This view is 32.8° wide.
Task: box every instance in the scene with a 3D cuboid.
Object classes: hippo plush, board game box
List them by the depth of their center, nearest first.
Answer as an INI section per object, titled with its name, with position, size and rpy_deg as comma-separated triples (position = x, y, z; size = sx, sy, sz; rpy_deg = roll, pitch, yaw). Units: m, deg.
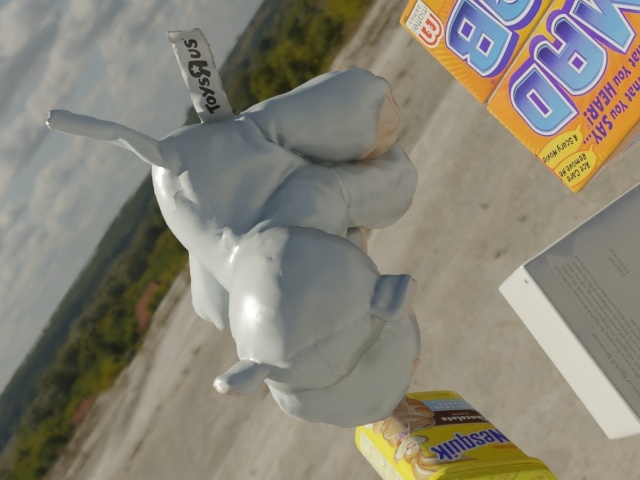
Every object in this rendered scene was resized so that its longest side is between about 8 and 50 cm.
[hippo plush]
position = 0.000, 0.000, 0.803
size = 0.234, 0.294, 0.236
rpy_deg = -34, 47, -3
[board game box]
position = 0.398, -0.361, 1.468
size = 0.356, 0.356, 0.356
rpy_deg = -34, -17, -34

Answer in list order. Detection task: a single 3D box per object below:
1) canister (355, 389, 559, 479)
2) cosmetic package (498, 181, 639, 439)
[canister]
position = 0.117, 0.201, 0.978
size = 0.170, 0.126, 0.073
rpy_deg = -141, 52, -62
[cosmetic package]
position = 0.368, 0.072, 1.254
size = 0.224, 0.224, 0.138
rpy_deg = -33, -10, -11
